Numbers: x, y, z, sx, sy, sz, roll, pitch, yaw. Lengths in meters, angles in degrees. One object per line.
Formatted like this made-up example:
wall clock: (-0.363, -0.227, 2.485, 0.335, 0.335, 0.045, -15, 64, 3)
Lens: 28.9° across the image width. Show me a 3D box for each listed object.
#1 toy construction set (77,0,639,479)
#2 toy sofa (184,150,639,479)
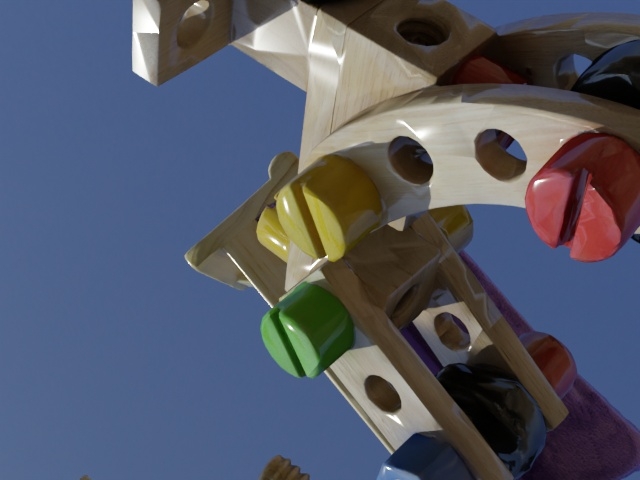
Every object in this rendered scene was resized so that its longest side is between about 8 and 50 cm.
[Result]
toy construction set: (0.000, 0.000, 0.501, 0.237, 0.257, 0.309, 35, -103, 15)
toy sofa: (0.080, 0.090, 0.958, 0.177, 0.150, 0.362, -41, -104, 4)
